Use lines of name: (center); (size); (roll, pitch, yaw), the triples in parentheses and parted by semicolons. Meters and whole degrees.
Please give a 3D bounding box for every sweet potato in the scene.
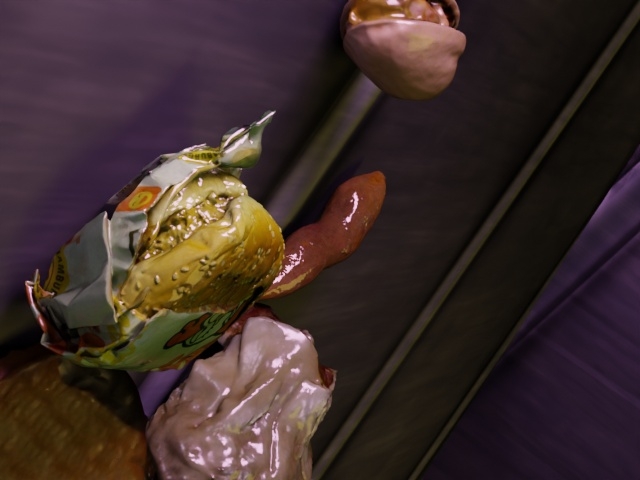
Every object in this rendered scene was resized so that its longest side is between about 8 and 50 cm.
sweet potato: (0.002, 0.003, 1.648); (0.218, 0.051, 0.065); (-46, 118, -32)

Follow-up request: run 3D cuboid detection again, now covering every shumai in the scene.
shumai: (-0.060, 0.186, 1.603); (0.218, 0.189, 0.256); (-58, 176, 8)

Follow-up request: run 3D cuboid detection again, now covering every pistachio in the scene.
pistachio: (0.070, -0.181, 1.401); (0.113, 0.113, 0.149); (-55, 150, -1)

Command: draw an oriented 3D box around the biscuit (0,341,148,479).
biscuit: (-0.251, 0.223, 1.257); (0.318, 0.040, 0.317); (-38, 141, -39)

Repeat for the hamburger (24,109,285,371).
hamburger: (-0.102, 0.005, 1.197); (0.235, 0.125, 0.214); (-41, 175, 0)
